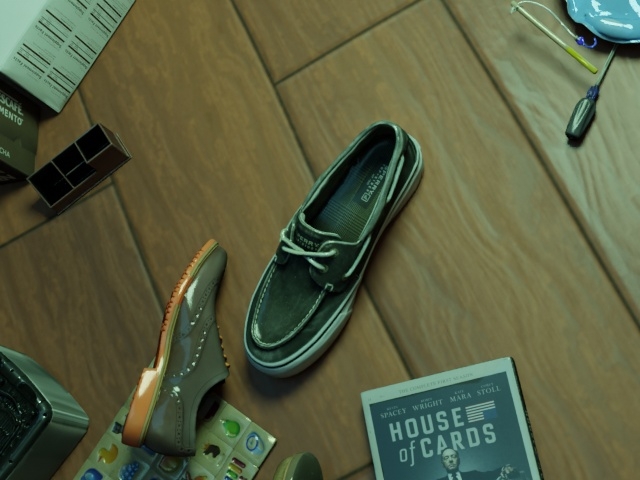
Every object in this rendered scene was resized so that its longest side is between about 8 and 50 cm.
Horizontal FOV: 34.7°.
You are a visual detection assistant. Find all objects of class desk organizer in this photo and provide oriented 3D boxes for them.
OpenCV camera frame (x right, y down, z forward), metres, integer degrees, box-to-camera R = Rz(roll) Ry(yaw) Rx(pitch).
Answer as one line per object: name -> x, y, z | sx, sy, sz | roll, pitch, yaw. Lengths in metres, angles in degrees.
desk organizer -> -0.327, -0.098, 1.382 | 0.130, 0.050, 0.047 | -37, 65, 5

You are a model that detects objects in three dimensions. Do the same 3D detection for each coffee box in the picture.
coffee box -> -0.563, -0.143, 1.415 | 0.297, 0.168, 0.119 | -7, 71, 16

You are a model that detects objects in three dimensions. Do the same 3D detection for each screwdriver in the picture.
screwdriver -> 0.330, -0.190, 1.204 | 0.024, 0.025, 0.170 | 23, 73, 25

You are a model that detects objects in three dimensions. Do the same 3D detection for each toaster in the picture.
toaster -> -0.402, 0.224, 1.275 | 0.168, 0.110, 0.185 | 36, 88, 24

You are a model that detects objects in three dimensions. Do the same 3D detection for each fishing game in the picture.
fishing game -> 0.371, -0.315, 1.214 | 0.189, 0.041, 0.264 | 41, 84, 17

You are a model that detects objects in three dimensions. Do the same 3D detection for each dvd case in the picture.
dvd case -> 0.151, 0.262, 1.115 | 0.179, 0.029, 0.238 | -16, 70, 14

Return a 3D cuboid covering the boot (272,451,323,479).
boot -> -0.073, 0.378, 1.121 | 0.115, 0.112, 0.305 | 6, 77, 32

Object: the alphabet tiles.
alphabet tiles -> -0.191, 0.286, 1.239 | 0.198, 0.009, 0.237 | 32, 86, 24

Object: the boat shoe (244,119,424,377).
boat shoe -> 0.000, 0.000, 1.199 | 0.121, 0.119, 0.335 | 26, 83, 24

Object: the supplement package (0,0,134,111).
supplement package -> -0.410, -0.326, 1.427 | 0.194, 0.149, 0.203 | 32, 86, 25

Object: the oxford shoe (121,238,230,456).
oxford shoe -> -0.151, 0.130, 1.239 | 0.098, 0.097, 0.271 | 19, 71, -3
